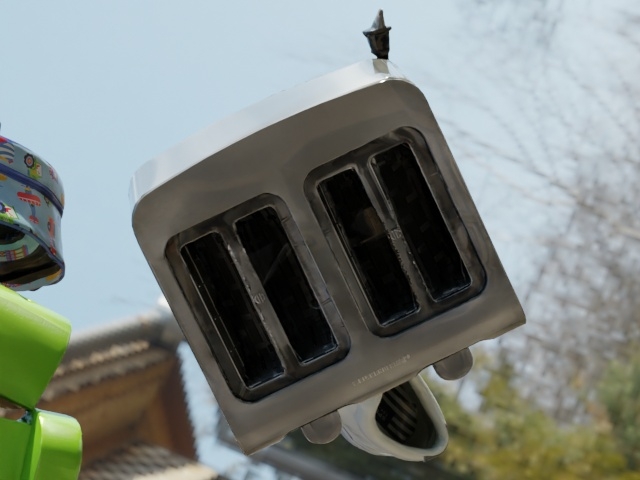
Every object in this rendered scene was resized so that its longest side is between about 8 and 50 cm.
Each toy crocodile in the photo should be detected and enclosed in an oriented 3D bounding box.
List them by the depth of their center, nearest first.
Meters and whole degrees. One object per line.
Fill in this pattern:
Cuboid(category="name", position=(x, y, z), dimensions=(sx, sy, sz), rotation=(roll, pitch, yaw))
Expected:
Cuboid(category="toy crocodile", position=(-0.205, 0.182, 0.878), dimensions=(0.105, 0.115, 0.340), rotation=(-21, 56, 62))

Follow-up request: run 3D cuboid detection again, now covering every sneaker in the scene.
Cuboid(category="sneaker", position=(0.018, 0.088, 1.322), dimensions=(0.258, 0.091, 0.094), rotation=(43, -115, -37))

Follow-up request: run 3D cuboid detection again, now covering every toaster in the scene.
Cuboid(category="toaster", position=(0.000, 0.000, 0.870), dimensions=(0.110, 0.168, 0.185), rotation=(-121, 6, -79))

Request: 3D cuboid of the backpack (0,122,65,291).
Cuboid(category="backpack", position=(-0.234, -0.035, 1.013), dimensions=(0.158, 0.173, 0.117), rotation=(67, -146, -67))
